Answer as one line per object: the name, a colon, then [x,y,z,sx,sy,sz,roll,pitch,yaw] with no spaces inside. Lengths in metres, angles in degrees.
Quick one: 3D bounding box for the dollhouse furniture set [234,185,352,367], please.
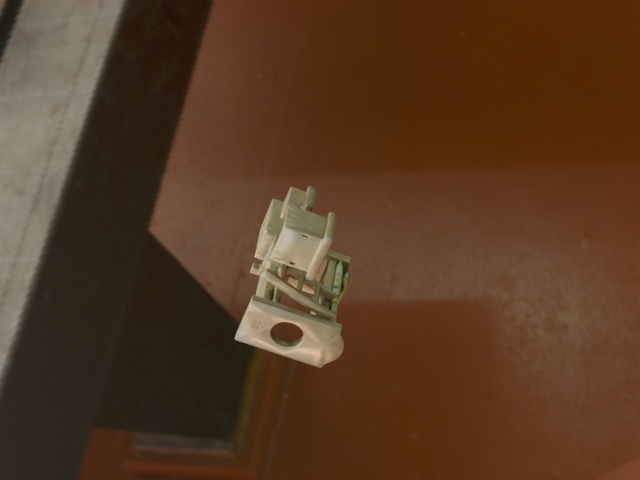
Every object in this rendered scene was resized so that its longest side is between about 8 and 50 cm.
dollhouse furniture set: [0.000,0.000,1.174,0.101,0.161,0.182,19,39,-8]
